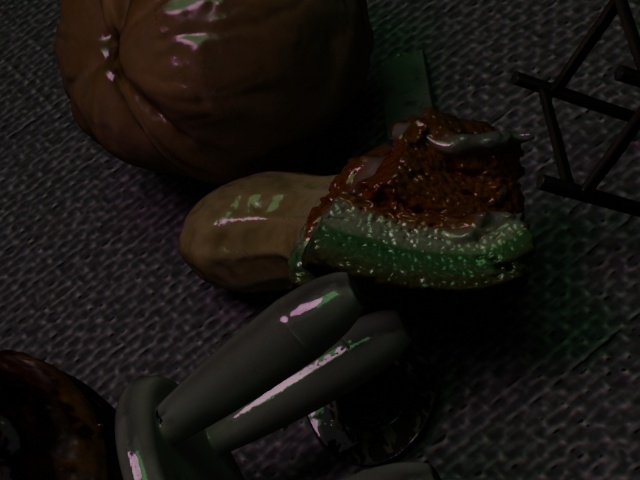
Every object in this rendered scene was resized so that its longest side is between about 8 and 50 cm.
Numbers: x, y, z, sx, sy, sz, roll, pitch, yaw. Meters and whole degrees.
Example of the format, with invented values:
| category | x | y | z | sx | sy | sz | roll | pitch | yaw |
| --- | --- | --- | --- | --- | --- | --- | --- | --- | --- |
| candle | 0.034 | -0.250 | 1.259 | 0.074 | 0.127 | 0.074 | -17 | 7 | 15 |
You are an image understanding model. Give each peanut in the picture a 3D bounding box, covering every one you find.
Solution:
| category | x | y | z | sx | sy | sz | roll | pitch | yaw |
| --- | --- | --- | --- | --- | --- | --- | --- | --- | --- |
| peanut | 0.000 | 0.000 | 1.241 | 0.274 | 0.111 | 0.125 | -2 | 27 | 28 |

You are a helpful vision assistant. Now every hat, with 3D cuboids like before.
| category | x | y | z | sx | sy | sz | roll | pitch | yaw |
| --- | --- | --- | --- | --- | --- | --- | --- | --- | --- |
| hat | 0.037 | 0.116 | 1.157 | 0.121 | 0.050 | 0.121 | -12 | 48 | 14 |

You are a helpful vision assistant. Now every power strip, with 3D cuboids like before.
| category | x | y | z | sx | sy | sz | roll | pitch | yaw |
| --- | --- | --- | --- | --- | --- | --- | --- | --- | --- |
| power strip | 0.083 | -0.129 | 1.387 | 0.050 | 0.019 | 0.136 | -16 | 44 | 10 |

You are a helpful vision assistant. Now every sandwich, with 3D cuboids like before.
| category | x | y | z | sx | sy | sz | roll | pitch | yaw |
| --- | --- | --- | --- | --- | --- | --- | --- | --- | --- |
| sandwich | 0.071 | -0.029 | 1.111 | 0.184 | 0.109 | 0.160 | 3 | 77 | -7 |

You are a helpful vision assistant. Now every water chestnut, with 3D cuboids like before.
| category | x | y | z | sx | sy | sz | roll | pitch | yaw |
| --- | --- | --- | --- | --- | --- | --- | --- | --- | --- |
| water chestnut | -0.252 | 0.218 | 1.046 | 0.300 | 0.300 | 0.300 | -14 | 45 | 15 |

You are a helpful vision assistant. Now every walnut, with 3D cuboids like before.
| category | x | y | z | sx | sy | sz | roll | pitch | yaw |
| --- | --- | --- | --- | --- | --- | --- | --- | --- | --- |
| walnut | -0.097 | -0.183 | 1.352 | 0.296 | 0.285 | 0.285 | -14 | 41 | 43 |

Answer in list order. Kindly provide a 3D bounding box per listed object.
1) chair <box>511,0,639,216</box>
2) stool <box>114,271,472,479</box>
| category | x | y | z | sx | sy | sz | roll | pitch | yaw |
| --- | --- | --- | --- | --- | --- | --- | --- | --- | --- |
| chair | 0.304 | -0.099 | 1.172 | 0.260 | 0.141 | 0.155 | 15 | 42 | -19 |
| stool | -0.016 | 0.147 | 1.033 | 0.198 | 0.195 | 0.195 | -29 | 70 | 10 |
